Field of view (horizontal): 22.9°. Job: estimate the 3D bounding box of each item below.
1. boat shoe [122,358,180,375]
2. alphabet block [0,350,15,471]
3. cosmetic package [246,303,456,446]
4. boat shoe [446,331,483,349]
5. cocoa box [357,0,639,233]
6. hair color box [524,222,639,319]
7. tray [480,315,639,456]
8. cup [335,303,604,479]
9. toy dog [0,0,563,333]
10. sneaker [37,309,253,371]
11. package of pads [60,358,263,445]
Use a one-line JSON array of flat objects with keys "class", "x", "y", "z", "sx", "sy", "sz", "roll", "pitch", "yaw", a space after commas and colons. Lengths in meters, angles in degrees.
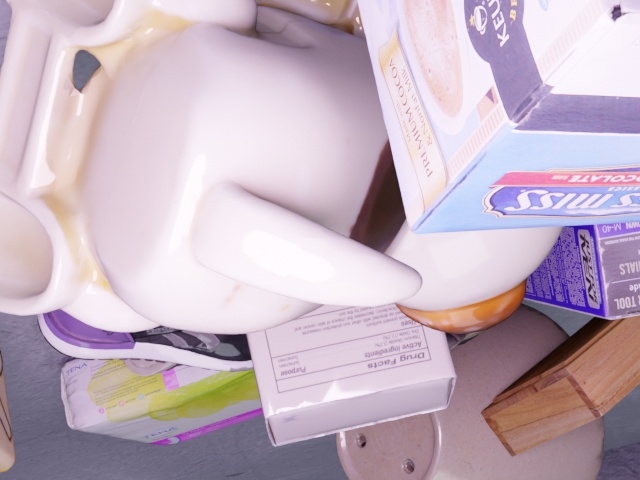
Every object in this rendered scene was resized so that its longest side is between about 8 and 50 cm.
[{"class": "boat shoe", "x": -0.088, "y": 0.060, "z": 1.737, "sx": 0.324, "sy": 0.116, "sz": 0.097, "roll": -30, "pitch": 166, "yaw": 35}, {"class": "alphabet block", "x": -0.445, "y": 0.151, "z": 1.654, "sx": 0.193, "sy": 0.192, "sz": 0.197, "roll": -11, "pitch": 159, "yaw": 1}, {"class": "cosmetic package", "x": 0.000, "y": 0.000, "z": 1.333, "sx": 0.160, "sy": 0.309, "sz": 0.113, "roll": -11, "pitch": 161, "yaw": -3}, {"class": "boat shoe", "x": 0.093, "y": 0.101, "z": 1.811, "sx": 0.130, "sy": 0.132, "sz": 0.355, "roll": -44, "pitch": 159, "yaw": 27}, {"class": "cocoa box", "x": 0.151, "y": -0.204, "z": 0.823, "sx": 0.231, "sy": 0.347, "sz": 0.228, "roll": -3, "pitch": 158, "yaw": -22}, {"class": "hair color box", "x": 0.329, "y": 0.008, "z": 1.683, "sx": 0.185, "sy": 0.110, "sz": 0.339, "roll": -10, "pitch": -175, "yaw": -9}, {"class": "tray", "x": 0.391, "y": 0.096, "z": 1.900, "sx": 0.411, "sy": 0.076, "sz": 0.203, "roll": -33, "pitch": 176, "yaw": -31}, {"class": "cup", "x": 0.158, "y": 0.240, "z": 2.009, "sx": 0.331, "sy": 0.331, "sz": 0.237, "roll": -28, "pitch": 161, "yaw": 37}, {"class": "toy dog", "x": 0.006, "y": -0.068, "z": 1.104, "sx": 0.408, "sy": 0.284, "sz": 0.395, "roll": 3, "pitch": -171, "yaw": -42}, {"class": "sneaker", "x": -0.113, "y": 0.054, "z": 1.489, "sx": 0.283, "sy": 0.107, "sz": 0.124, "roll": -2, "pitch": 151, "yaw": -28}, {"class": "package of pads", "x": -0.154, "y": 0.174, "z": 2.012, "sx": 0.297, "sy": 0.101, "sz": 0.229, "roll": -21, "pitch": 159, "yaw": 22}]
